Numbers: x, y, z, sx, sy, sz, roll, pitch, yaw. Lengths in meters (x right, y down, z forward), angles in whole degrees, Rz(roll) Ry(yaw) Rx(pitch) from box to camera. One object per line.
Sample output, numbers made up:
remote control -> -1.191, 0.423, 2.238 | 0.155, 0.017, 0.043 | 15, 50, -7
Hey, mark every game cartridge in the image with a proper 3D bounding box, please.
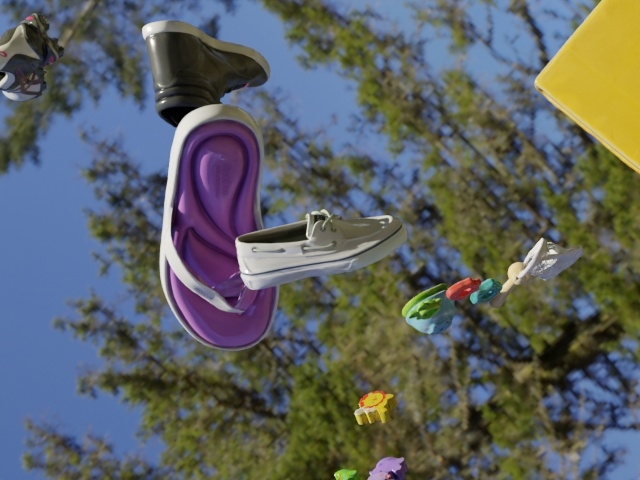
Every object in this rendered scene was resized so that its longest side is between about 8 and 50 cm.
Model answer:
game cartridge -> 0.440, -0.202, 1.237 | 0.285, 0.324, 0.052 | 42, -174, 12

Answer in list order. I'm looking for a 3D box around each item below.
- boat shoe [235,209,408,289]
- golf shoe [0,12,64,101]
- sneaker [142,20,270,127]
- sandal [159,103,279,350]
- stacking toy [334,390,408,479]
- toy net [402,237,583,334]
boat shoe -> 0.000, 0.000, 1.503 | 0.083, 0.226, 0.076 | -113, 6, -65
golf shoe -> -0.516, -0.290, 1.918 | 0.120, 0.273, 0.105 | -33, -89, -25
sneaker -> -0.172, -0.233, 1.791 | 0.295, 0.104, 0.147 | 9, -103, -61
sandal -> -0.142, 0.011, 1.595 | 0.169, 0.416, 0.102 | -10, -143, -7
stacking toy -> 0.067, 0.313, 1.415 | 0.167, 0.052, 0.221 | 69, -152, -21
toy net -> 0.208, 0.043, 1.408 | 0.045, 0.232, 0.122 | 62, 178, 27
